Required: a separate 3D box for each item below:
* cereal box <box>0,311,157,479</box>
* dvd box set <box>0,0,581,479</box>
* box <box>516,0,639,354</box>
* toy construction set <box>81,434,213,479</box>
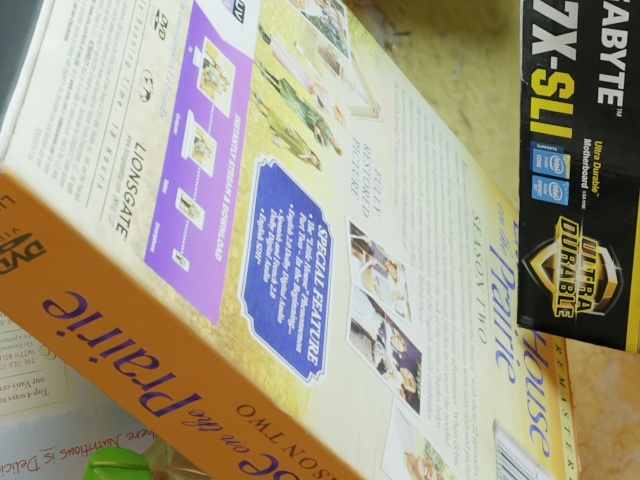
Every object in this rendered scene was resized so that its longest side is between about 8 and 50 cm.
[{"bbox_3d":[-0.127,0.011,0.745,0.173,0.047,0.240,-10,99,-31],"label":"cereal box"},{"bbox_3d":[0.000,0.000,0.693,0.420,0.062,0.307,45,33,-34],"label":"dvd box set"},{"bbox_3d":[0.191,-0.135,0.795,0.322,0.079,0.257,-56,152,-45],"label":"box"},{"bbox_3d":[-0.097,0.194,0.673,0.215,0.151,0.327,6,103,-35],"label":"toy construction set"}]
